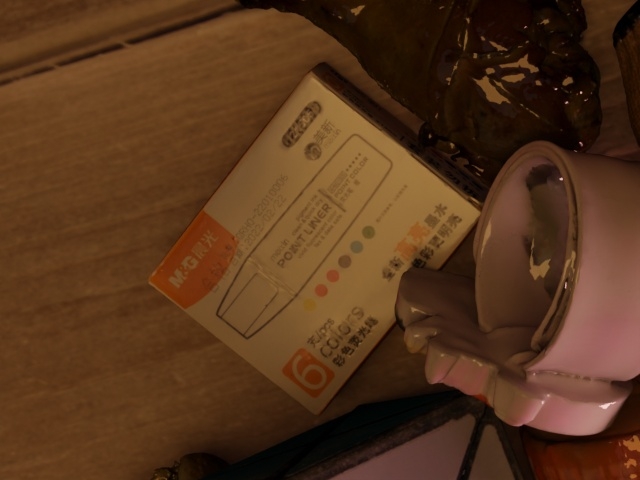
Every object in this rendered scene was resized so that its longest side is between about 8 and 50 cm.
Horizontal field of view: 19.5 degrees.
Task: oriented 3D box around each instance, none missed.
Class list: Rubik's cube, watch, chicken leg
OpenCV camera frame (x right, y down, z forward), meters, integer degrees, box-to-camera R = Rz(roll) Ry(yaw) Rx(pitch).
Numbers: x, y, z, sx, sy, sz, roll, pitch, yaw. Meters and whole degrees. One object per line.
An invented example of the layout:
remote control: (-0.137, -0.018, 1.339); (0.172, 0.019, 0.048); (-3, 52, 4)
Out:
Rubik's cube: (0.040, 0.295, 1.695); (0.259, 0.260, 0.254); (-22, 92, 58)
watch: (0.185, 0.023, 1.598); (0.196, 0.244, 0.231); (7, 113, -20)
chicken leg: (0.106, -0.201, 1.676); (0.361, 0.140, 0.211); (39, 101, 4)

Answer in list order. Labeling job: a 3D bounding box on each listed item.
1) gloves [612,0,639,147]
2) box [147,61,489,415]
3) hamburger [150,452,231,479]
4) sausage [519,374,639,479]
gloves: (0.378, -0.072, 1.622); (0.155, 0.203, 0.356); (-22, 93, 33)
box: (0.000, 0.000, 1.774); (0.221, 0.091, 0.274); (37, 107, 1)
hamburger: (-0.119, 0.296, 1.849); (0.131, 0.159, 0.185); (-33, 139, 7)
sausage: (0.327, 0.268, 1.702); (0.233, 0.233, 0.287); (-16, 98, 15)
